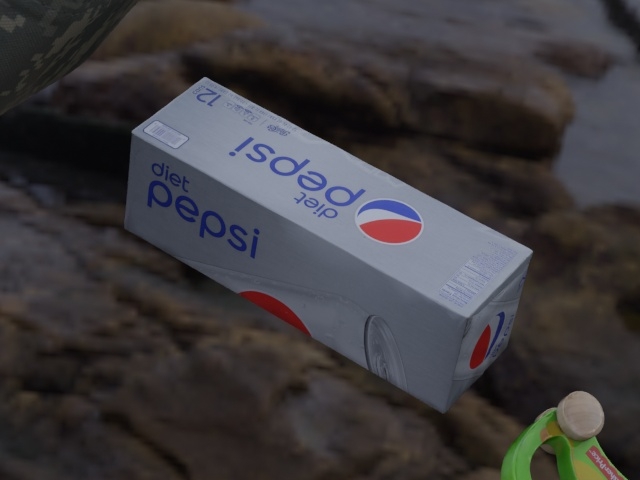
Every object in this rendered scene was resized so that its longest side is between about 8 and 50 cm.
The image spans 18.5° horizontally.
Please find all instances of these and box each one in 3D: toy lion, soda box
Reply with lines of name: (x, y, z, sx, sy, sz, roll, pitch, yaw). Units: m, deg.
toy lion: (0.123, 0.137, 0.942, 0.096, 0.034, 0.100, -38, 87, -36)
soda box: (0.000, 0.000, 1.384, 0.286, 0.098, 0.091, 29, 45, 20)

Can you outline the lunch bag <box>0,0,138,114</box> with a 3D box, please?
lunch bag: (-0.134, -0.230, 0.693, 0.305, 0.256, 0.212, 46, 21, -4)
